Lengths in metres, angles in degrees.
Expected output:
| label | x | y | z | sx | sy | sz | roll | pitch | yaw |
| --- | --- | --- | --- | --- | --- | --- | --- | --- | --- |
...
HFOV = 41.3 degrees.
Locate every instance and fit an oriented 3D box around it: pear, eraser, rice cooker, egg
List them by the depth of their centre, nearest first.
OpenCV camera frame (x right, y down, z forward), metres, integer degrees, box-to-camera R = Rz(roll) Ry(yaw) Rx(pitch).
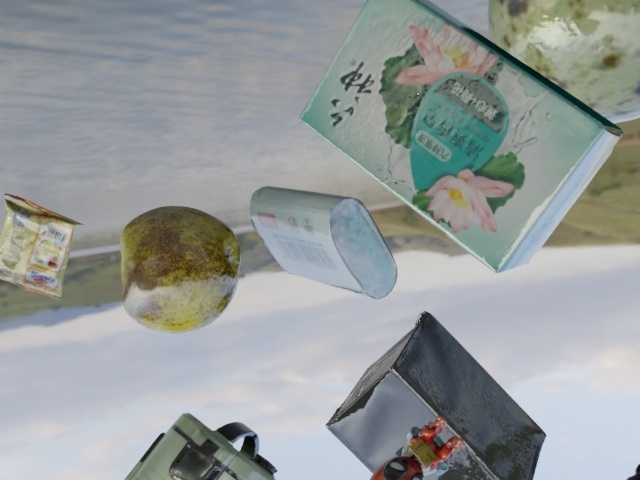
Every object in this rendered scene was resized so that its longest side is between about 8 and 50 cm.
| label | x | y | z | sx | sy | sz | roll | pitch | yaw |
| --- | --- | --- | --- | --- | --- | --- | --- | --- | --- |
| egg | 0.452 | -0.360 | 1.272 | 0.428 | 0.345 | 0.345 | -26 | -171 | -23 |
| pear | -0.210 | 0.045 | 1.286 | 0.197 | 0.197 | 0.197 | -8 | -178 | 0 |
| eraser | 0.000 | 0.000 | 1.307 | 0.081 | 0.174 | 0.227 | -46 | -150 | -22 |
| rice cooker | -0.188 | 0.397 | 1.349 | 0.244 | 0.226 | 0.226 | -49 | -166 | -13 |

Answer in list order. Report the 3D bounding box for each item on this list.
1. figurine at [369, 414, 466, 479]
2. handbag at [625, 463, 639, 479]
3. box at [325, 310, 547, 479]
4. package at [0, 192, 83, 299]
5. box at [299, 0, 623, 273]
| label | x | y | z | sx | sy | sz | roll | pitch | yaw |
| --- | --- | --- | --- | --- | --- | --- | --- | --- | --- |
| figurine | 0.106 | 0.279 | 1.027 | 0.140 | 0.068 | 0.075 | -37 | 166 | -23 |
| handbag | 0.337 | 0.239 | 0.594 | 0.113 | 0.162 | 0.260 | -47 | -158 | -10 |
| box | 0.222 | 0.356 | 1.611 | 0.204 | 0.345 | 0.251 | -44 | 179 | 29 |
| package | -0.378 | 0.009 | 1.114 | 0.108 | 0.121 | 0.031 | 19 | -173 | -5 |
| box | 0.121 | -0.104 | 0.762 | 0.245 | 0.153 | 0.092 | 39 | -158 | 20 |
